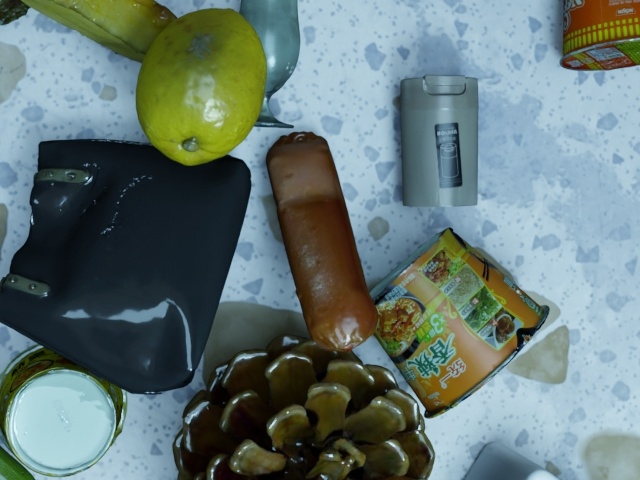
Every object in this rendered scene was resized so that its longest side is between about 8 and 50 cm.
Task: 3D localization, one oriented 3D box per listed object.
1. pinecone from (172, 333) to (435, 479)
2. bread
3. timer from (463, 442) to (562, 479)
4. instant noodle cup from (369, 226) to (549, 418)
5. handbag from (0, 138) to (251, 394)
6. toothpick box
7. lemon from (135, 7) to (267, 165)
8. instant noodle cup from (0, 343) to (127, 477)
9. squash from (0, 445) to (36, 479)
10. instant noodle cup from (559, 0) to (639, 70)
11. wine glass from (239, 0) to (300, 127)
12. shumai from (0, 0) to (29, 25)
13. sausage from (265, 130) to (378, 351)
[{"bbox_3d":[-0.025,0.306,1.579,0.384,0.384,0.384,-1,93,-12],"label":"pinecone"},{"bbox_3d":[-0.284,-0.308,1.584,0.245,0.102,0.094,26,88,-46],"label":"bread"},{"bbox_3d":[0.294,0.424,1.735,0.192,0.195,0.194,34,85,-11],"label":"timer"},{"bbox_3d":[0.171,0.103,1.693,0.230,0.230,0.182,-41,89,-7],"label":"instant noodle cup"},{"bbox_3d":[-0.264,0.019,1.611,0.288,0.152,0.342,17,68,-6],"label":"handbag"},{"bbox_3d":[0.167,-0.139,1.726,0.111,0.111,0.180,-2,94,-12],"label":"toothpick box"},{"bbox_3d":[-0.150,-0.199,1.575,0.170,0.170,0.207,19,65,-12],"label":"lemon"},{"bbox_3d":[-0.340,0.228,1.617,0.182,0.144,0.182,-1,92,-13],"label":"instant noodle cup"},{"bbox_3d":[-0.462,0.281,1.635,0.066,0.066,0.229,-45,99,-7],"label":"squash"},{"bbox_3d":[0.423,-0.364,1.745,0.193,0.193,0.212,-4,86,-12],"label":"instant noodle cup"},{"bbox_3d":[-0.073,-0.256,1.679,0.093,0.093,0.202,2,95,-12],"label":"wine glass"},{"bbox_3d":[-0.434,-0.403,1.543,0.222,0.203,0.272,2,96,-11],"label":"shumai"},{"bbox_3d":[-0.001,0.000,1.643,0.097,0.094,0.348,-12,56,-3],"label":"sausage"}]
